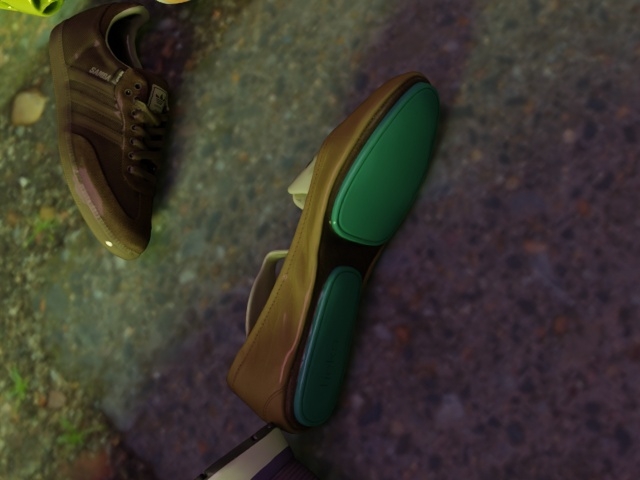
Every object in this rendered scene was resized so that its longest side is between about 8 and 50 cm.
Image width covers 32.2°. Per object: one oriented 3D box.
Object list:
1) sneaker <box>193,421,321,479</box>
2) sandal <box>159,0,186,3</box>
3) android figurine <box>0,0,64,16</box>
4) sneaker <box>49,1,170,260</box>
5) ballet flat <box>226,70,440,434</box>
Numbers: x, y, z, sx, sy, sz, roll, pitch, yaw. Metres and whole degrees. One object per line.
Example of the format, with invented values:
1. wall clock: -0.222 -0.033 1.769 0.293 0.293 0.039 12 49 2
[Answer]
1. sneaker: -0.094 0.241 0.651 0.283 0.107 0.124 -43 83 19
2. sandal: -0.007 -0.240 0.728 0.265 0.102 0.076 -46 66 17
3. android figurine: -0.218 -0.296 0.848 0.273 0.056 0.248 13 84 25
4. sneaker: -0.136 -0.082 0.759 0.071 0.066 0.188 -23 71 16
5. ballet flat: 0.000 0.000 0.678 0.073 0.080 0.232 19 86 37
